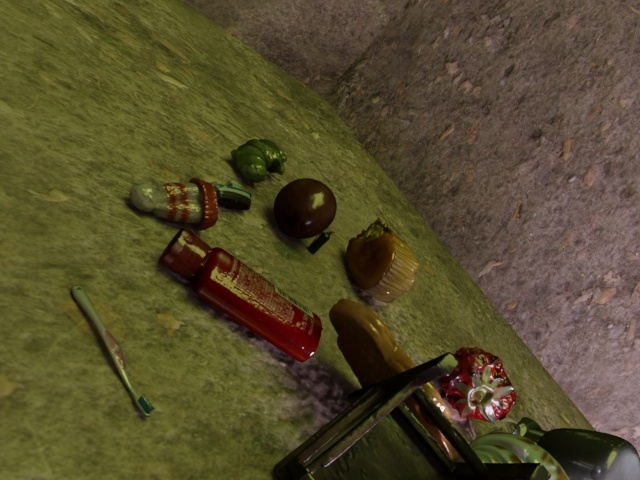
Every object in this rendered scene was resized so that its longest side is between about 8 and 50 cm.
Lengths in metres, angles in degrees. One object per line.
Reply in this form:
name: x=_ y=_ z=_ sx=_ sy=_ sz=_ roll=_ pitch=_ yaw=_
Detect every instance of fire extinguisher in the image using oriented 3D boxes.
fire extinguisher: x=0.000 y=0.000 z=1.301 sx=0.038 sy=0.083 sz=0.025 roll=26 pitch=28 yaw=-46

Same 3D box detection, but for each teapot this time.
teapot: x=0.579 y=0.540 z=1.154 sx=0.305 sy=0.223 sz=0.285 roll=25 pitch=-12 yaw=-37

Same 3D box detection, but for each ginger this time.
ginger: x=-0.171 y=-0.237 z=1.420 sx=0.137 sy=0.089 sz=0.290 roll=54 pitch=18 yaw=-2

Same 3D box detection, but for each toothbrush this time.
toothbrush: x=-0.267 y=0.136 z=0.619 sx=0.204 sy=0.022 sz=0.017 roll=50 pitch=17 yaw=18

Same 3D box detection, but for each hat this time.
hat: x=-0.281 y=-0.073 z=0.922 sx=0.163 sy=0.093 sz=0.112 roll=-4 pitch=40 yaw=-41

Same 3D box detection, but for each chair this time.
chair: x=0.073 y=0.337 z=0.702 sx=0.241 sy=0.416 sz=0.203 roll=-36 pitch=79 yaw=-25

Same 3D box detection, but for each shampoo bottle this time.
shampoo bottle: x=-0.134 y=0.097 z=0.867 sx=0.314 sy=0.076 sz=0.118 roll=38 pitch=26 yaw=-20

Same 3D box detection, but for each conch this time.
conch: x=0.328 y=0.448 z=0.871 sx=0.249 sy=0.197 sz=0.367 roll=-121 pitch=-164 yaw=-55

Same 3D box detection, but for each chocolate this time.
chocolate: x=-0.046 y=-0.081 z=1.263 sx=0.177 sy=0.177 sz=0.176 roll=39 pitch=21 yaw=-18

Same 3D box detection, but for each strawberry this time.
strawberry: x=0.400 y=0.366 z=1.275 sx=0.187 sy=0.184 sz=0.201 roll=10 pitch=-1 yaw=0

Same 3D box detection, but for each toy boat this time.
toy boat: x=-0.207 y=-0.109 z=1.136 sx=0.140 sy=0.059 sz=0.066 roll=15 pitch=54 yaw=-58

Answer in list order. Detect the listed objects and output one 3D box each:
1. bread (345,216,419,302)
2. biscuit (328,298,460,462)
bread: x=0.167 y=0.055 z=1.392 sx=0.133 sy=0.179 sz=0.250 roll=30 pitch=25 yaw=-27
biscuit: x=0.135 y=0.256 z=0.863 sx=0.375 sy=0.051 sz=0.269 roll=62 pitch=-19 yaw=-20
